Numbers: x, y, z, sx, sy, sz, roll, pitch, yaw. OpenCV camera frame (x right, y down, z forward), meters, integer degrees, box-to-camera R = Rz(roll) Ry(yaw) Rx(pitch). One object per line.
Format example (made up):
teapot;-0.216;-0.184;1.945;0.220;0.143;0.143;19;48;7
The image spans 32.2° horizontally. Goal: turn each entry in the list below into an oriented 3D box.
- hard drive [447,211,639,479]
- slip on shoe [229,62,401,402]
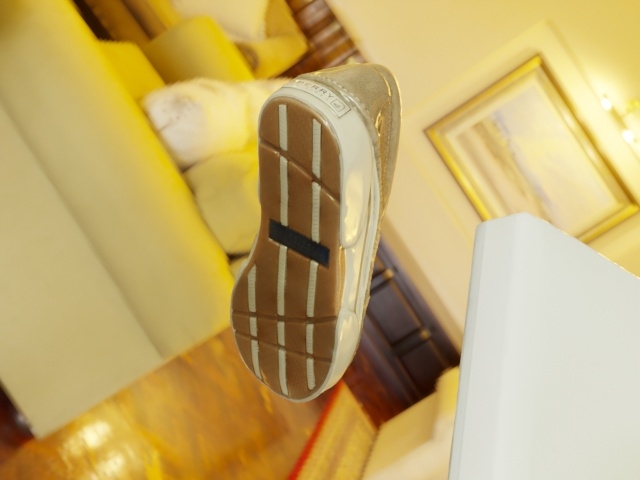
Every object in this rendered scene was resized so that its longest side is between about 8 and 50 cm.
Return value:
hard drive;0.154;0.190;0.612;0.233;0.047;0.353;27;63;-35
slip on shoe;0.000;0.000;0.379;0.051;0.041;0.135;27;-46;26
